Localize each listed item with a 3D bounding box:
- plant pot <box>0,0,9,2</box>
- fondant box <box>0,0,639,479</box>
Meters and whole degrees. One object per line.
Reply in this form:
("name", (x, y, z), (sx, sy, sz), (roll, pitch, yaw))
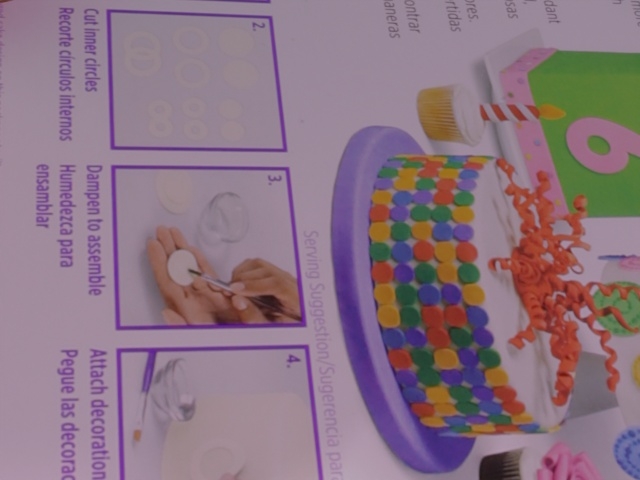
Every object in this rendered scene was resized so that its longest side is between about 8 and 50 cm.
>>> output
("plant pot", (-0.117, -0.167, 0.274), (0.236, 0.236, 0.032), (63, 33, -10))
("fondant box", (0.000, 0.000, 0.391), (0.330, 0.096, 0.238), (0, 61, -12))
